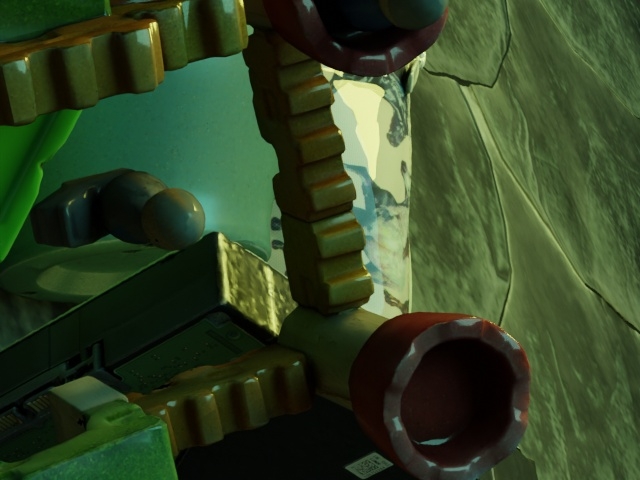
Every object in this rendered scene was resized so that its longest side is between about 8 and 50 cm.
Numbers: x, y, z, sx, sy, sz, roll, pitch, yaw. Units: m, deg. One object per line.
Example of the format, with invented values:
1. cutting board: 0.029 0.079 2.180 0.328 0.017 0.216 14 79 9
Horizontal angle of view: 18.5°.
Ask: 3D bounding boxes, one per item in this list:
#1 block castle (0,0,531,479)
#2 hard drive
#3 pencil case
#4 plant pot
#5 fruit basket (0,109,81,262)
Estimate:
1. block castle: -0.133 0.023 0.892 0.453 0.213 0.303 -19 107 -24
2. hard drive: -0.046 0.139 1.233 0.339 0.237 0.064 36 34 -41
3. pencil case: 0.000 0.000 1.446 0.160 0.183 0.410 77 11 -73
4. plant pot: -0.133 -0.098 1.307 0.271 0.271 0.255 14 65 -57
5. fruit basket: -0.287 -0.205 1.103 0.283 0.392 0.392 24 44 -53
